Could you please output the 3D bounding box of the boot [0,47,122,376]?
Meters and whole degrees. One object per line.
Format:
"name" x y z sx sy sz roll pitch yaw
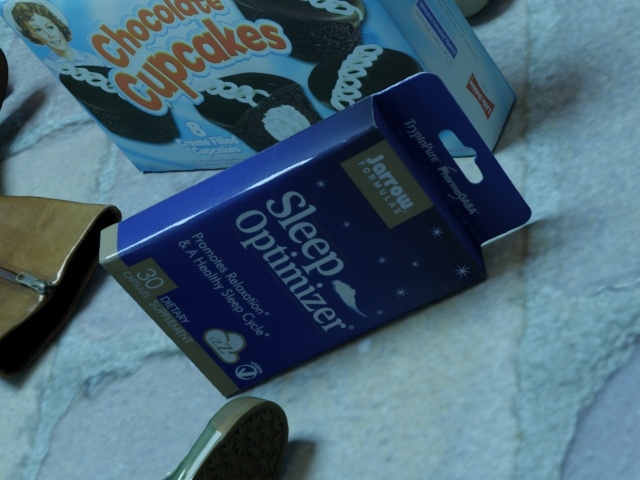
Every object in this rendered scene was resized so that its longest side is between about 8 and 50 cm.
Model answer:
"boot" -0.254 -0.040 1.365 0.280 0.096 0.264 10 58 45

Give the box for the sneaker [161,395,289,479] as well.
"sneaker" -0.098 0.167 1.032 0.086 0.064 0.192 9 60 40

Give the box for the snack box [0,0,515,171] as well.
"snack box" -0.051 -0.130 1.204 0.322 0.187 0.060 -1 51 41

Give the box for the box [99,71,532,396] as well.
"box" 0.000 0.000 1.064 0.225 0.136 0.036 -27 37 17

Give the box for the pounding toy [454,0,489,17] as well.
"pounding toy" 0.085 -0.259 1.322 0.183 0.110 0.237 -36 64 -14
